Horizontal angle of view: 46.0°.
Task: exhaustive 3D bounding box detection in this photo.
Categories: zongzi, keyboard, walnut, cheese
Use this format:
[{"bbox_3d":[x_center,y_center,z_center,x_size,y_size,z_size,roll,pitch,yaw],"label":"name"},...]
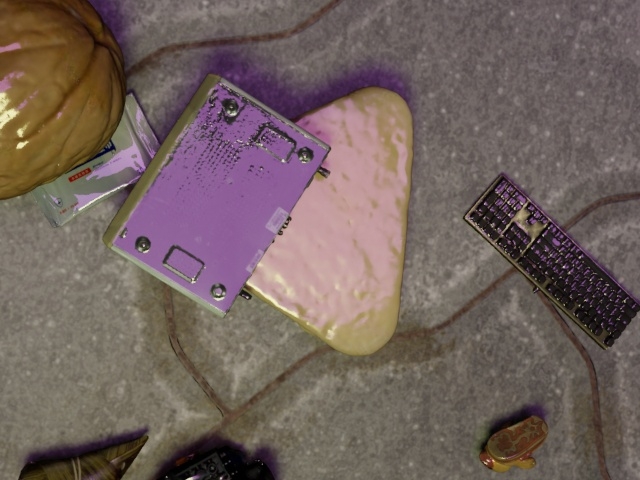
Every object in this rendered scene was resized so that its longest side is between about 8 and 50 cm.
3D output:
[{"bbox_3d":[-0.316,0.387,1.071,0.184,0.084,0.187,-14,101,-17],"label":"zongzi"},{"bbox_3d":[0.362,0.039,1.170,0.317,0.027,0.106,41,86,-7],"label":"keyboard"},{"bbox_3d":[-0.405,-0.189,0.941,0.313,0.252,0.277,-19,77,12],"label":"walnut"},{"bbox_3d":[-0.001,0.001,1.081,0.384,0.104,0.383,0,92,-8],"label":"cheese"}]

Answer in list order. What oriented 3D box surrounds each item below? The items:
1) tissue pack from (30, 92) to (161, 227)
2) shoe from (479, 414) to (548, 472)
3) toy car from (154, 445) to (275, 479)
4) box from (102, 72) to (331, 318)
[{"bbox_3d":[-0.324,-0.112,1.073,0.193,0.026,0.122,-29,95,-6],"label":"tissue pack"},{"bbox_3d":[0.299,0.315,1.149,0.072,0.069,0.109,37,73,29],"label":"shoe"},{"bbox_3d":[-0.118,0.432,1.044,0.193,0.118,0.301,-23,67,-24],"label":"toy car"},{"bbox_3d":[-0.129,-0.056,0.990,0.211,0.045,0.270,34,87,-4],"label":"box"}]
